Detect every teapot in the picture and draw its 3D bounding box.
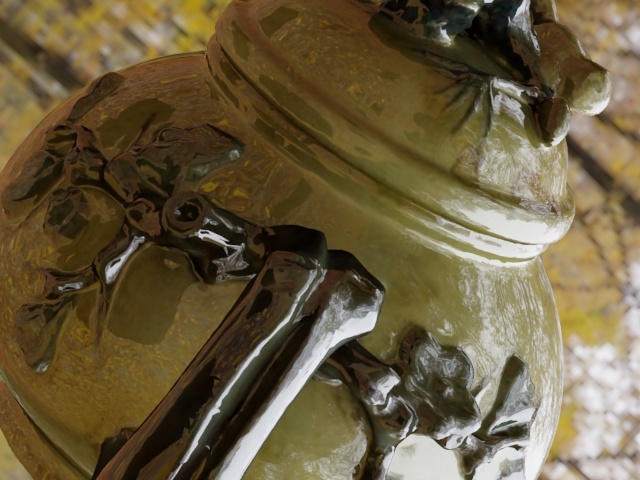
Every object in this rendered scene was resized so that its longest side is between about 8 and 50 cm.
[{"bbox_3d":[0.000,0.000,0.533,0.182,0.173,0.269,-58,179,16],"label":"teapot"}]
